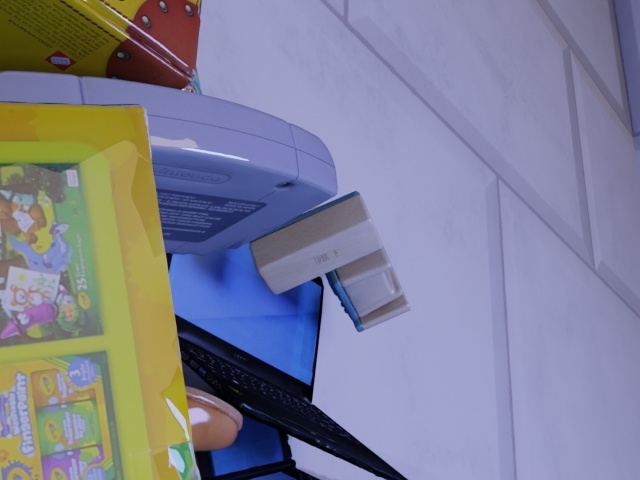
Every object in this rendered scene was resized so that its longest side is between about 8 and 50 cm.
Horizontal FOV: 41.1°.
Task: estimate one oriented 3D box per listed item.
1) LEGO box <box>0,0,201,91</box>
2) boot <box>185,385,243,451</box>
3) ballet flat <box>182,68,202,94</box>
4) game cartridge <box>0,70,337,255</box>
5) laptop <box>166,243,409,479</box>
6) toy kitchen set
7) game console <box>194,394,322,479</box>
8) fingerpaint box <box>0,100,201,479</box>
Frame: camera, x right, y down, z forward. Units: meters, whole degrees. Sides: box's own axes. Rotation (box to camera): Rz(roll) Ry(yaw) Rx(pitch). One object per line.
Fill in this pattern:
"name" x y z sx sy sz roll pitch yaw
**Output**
"LEGO box" -0.303 -0.334 0.543 0.500 0.193 0.373 32 49 -43
"boot" -0.135 0.181 0.597 0.197 0.073 0.152 13 57 -38
"ballet flat" -0.154 -0.137 0.840 0.077 0.091 0.241 -13 81 -27
"game cartridge" -0.140 -0.047 0.645 0.297 0.198 0.062 6 63 -43
"laptop" -0.031 0.091 0.836 0.234 0.264 0.137 34 86 -39
"toy kitchen set" 0.000 0.000 0.938 0.207 0.122 0.166 62 5 -52
"game console" -0.049 0.206 0.824 0.144 0.124 0.085 6 97 -54
"fingerpaint box" -0.245 0.170 0.374 0.371 0.163 0.445 -5 79 -34
